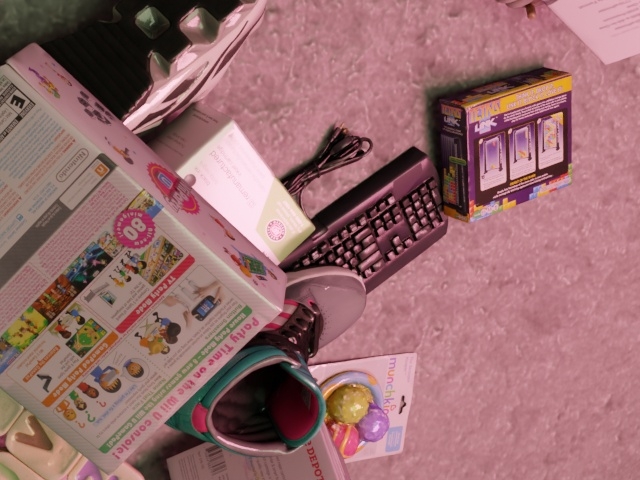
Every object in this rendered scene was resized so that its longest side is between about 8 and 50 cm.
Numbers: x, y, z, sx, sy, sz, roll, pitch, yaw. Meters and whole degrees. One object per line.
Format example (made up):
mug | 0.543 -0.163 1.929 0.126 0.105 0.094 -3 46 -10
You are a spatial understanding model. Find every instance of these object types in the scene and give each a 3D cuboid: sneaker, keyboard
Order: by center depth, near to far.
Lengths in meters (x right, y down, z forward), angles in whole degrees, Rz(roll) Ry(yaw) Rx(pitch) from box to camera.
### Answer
sneaker | -0.177 -0.146 1.206 0.330 0.122 0.146 -36 163 -6
sneaker | -0.034 0.125 1.321 0.295 0.178 0.123 -25 125 -29
keyboard | 0.000 0.000 1.425 0.317 0.033 0.201 -37 122 -14

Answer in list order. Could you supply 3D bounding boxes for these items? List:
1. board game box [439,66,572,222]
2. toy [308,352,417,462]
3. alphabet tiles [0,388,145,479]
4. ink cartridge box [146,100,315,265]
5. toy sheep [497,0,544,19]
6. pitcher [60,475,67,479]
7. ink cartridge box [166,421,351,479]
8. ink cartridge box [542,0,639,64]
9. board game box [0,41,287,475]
board game box | 0.215 -0.112 1.483 0.170 0.048 0.141 -19 116 -32
toy | 0.018 0.214 1.500 0.237 0.056 0.136 -3 111 -29
alphabet tiles | -0.321 0.214 1.223 0.278 0.021 0.284 38 97 0
ink cartridge box | -0.141 0.000 1.249 0.219 0.092 0.160 -44 123 -10
toy sheep | 0.220 -0.293 1.406 0.132 0.091 0.091 34 90 -29
pitcher | -0.240 0.290 1.299 0.207 0.178 0.125 26 69 -24
ink cartridge box | -0.054 0.281 1.395 0.176 0.128 0.127 -24 136 3
ink cartridge box | 0.272 -0.365 1.327 0.307 0.129 0.223 36 53 -34
board game box | -0.214 0.019 1.101 0.303 0.097 0.224 44 104 -12
